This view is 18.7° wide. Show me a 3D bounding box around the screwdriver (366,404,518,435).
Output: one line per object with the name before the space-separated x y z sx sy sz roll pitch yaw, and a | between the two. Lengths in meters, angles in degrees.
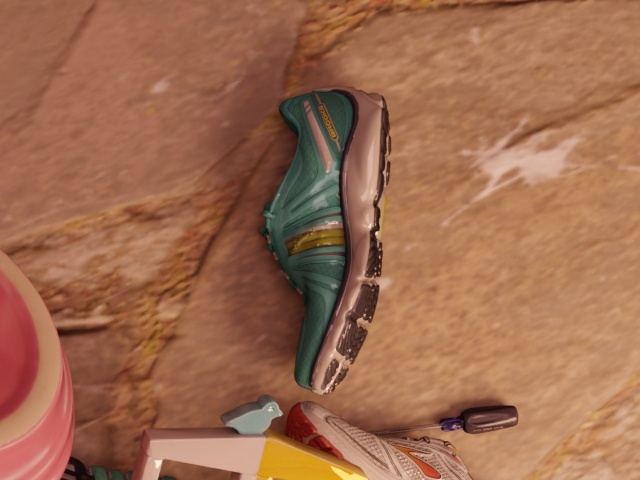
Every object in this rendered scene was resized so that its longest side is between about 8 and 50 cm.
screwdriver | 0.093 0.166 1.734 0.169 0.025 0.024 -7 84 -4

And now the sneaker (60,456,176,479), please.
sneaker | -0.168 0.250 1.649 0.223 0.083 0.098 21 116 -20

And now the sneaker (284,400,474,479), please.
sneaker | 0.068 0.207 1.696 0.225 0.088 0.093 34 56 -5

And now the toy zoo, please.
toy zoo | -0.078 0.268 1.607 0.192 0.030 0.293 13 101 -18

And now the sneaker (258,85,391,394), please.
sneaker | 0.000 0.000 1.708 0.110 0.107 0.275 3 76 8

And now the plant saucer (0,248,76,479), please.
plant saucer | -0.331 0.084 1.521 0.332 0.084 0.332 25 38 -21
